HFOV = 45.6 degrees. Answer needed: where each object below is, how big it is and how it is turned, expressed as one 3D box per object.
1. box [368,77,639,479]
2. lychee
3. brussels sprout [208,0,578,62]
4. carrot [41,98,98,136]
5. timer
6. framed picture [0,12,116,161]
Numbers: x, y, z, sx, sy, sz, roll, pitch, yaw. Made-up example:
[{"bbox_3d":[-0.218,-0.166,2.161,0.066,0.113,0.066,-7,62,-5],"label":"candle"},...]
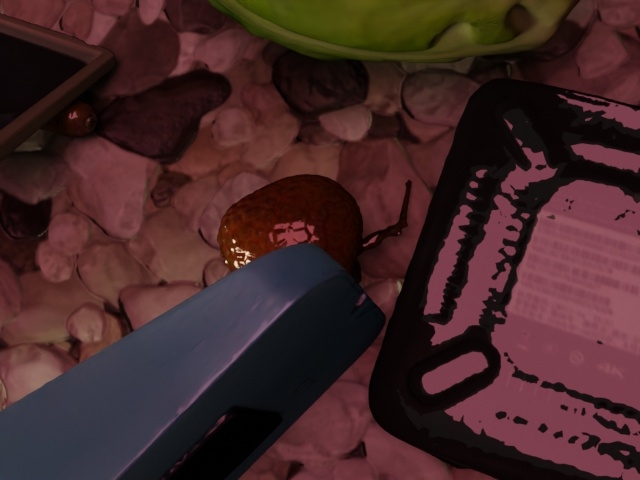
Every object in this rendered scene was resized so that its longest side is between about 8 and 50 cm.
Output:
[{"bbox_3d":[0.203,0.044,0.530,0.289,0.073,0.289,19,82,15],"label":"box"},{"bbox_3d":[-0.005,-0.001,0.567,0.140,0.101,0.115,4,86,5],"label":"lychee"},{"bbox_3d":[0.032,-0.273,0.542,0.371,0.276,0.315,43,75,10],"label":"brussels sprout"},{"bbox_3d":[-0.272,-0.121,0.682,0.165,0.035,0.036,14,80,16],"label":"carrot"},{"bbox_3d":[-0.078,0.098,0.493,0.250,0.232,0.091,-41,71,-1],"label":"timer"},{"bbox_3d":[-0.339,-0.149,0.656,0.265,0.018,0.192,20,47,14],"label":"framed picture"}]
